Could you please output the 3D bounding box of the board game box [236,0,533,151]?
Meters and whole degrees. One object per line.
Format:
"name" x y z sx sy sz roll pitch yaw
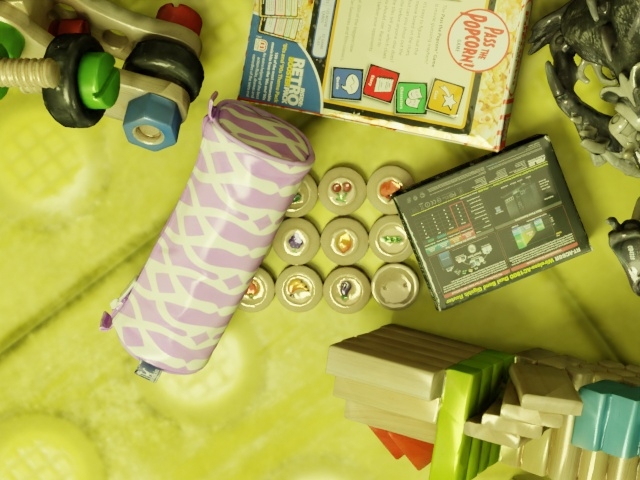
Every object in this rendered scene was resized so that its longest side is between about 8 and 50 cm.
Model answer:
"board game box" 0.048 -0.153 0.974 0.193 0.045 0.147 13 101 13

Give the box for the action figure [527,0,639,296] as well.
"action figure" 0.235 -0.097 0.935 0.164 0.141 0.276 -29 56 35

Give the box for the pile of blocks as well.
"pile of blocks" 0.180 0.148 0.976 0.362 0.149 0.113 8 100 4

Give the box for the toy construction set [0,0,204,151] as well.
"toy construction set" -0.218 -0.212 0.936 0.237 0.257 0.309 2 79 18

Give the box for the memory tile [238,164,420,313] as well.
"memory tile" 0.000 0.000 1.036 0.148 0.012 0.113 -1 100 5

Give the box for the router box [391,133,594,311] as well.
"router box" 0.124 -0.014 1.003 0.122 0.038 0.092 -22 96 2

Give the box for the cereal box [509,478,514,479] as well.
"cereal box" 0.202 0.316 1.053 0.240 0.047 0.173 32 101 0

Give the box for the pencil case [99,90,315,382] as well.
"pencil case" -0.082 -0.001 0.993 0.088 0.086 0.206 28 111 -5
